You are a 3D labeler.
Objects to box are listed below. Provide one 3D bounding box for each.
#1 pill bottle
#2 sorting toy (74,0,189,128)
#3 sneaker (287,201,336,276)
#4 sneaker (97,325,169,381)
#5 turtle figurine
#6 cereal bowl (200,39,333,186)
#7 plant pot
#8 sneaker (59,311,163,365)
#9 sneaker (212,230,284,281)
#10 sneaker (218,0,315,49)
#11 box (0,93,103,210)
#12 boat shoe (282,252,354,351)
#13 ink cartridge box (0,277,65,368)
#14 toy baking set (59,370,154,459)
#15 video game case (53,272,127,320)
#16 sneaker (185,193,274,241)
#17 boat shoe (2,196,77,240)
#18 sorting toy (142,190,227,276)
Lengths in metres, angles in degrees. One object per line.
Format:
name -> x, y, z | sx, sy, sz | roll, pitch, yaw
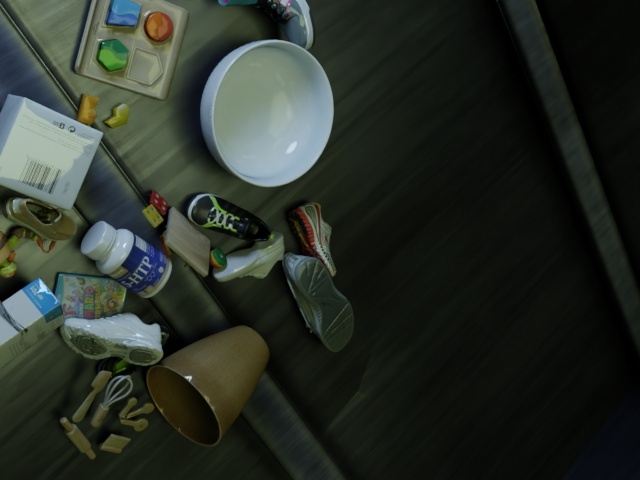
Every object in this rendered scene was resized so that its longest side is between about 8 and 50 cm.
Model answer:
pill bottle -> -0.435, 0.039, 1.923 | 0.187, 0.112, 0.112 | 38, 79, -36
sorting toy -> -0.414, -0.386, 1.872 | 0.229, 0.041, 0.307 | 13, 94, -38
sneaker -> 0.000, 0.000, 2.252 | 0.093, 0.088, 0.225 | -39, 124, -30
sneaker -> -0.427, 0.271, 2.010 | 0.188, 0.078, 0.067 | -36, 121, -24
turtle figurine -> -0.663, -0.007, 1.758 | 0.269, 0.087, 0.217 | -46, 135, -37
cereal bowl -> -0.142, -0.302, 2.033 | 0.339, 0.141, 0.338 | -10, 107, -35
plant pot -> -0.248, 0.325, 2.087 | 0.254, 0.237, 0.237 | -40, 123, -40
sneaker -> -0.469, 0.208, 1.947 | 0.232, 0.115, 0.090 | 17, 130, -20
sneaker -> -0.170, 0.064, 2.154 | 0.212, 0.080, 0.094 | -30, 130, -28
sneaker -> -0.138, -0.551, 1.968 | 0.178, 0.124, 0.295 | -32, 103, -28
box -> -0.574, -0.179, 1.759 | 0.181, 0.119, 0.181 | 24, 86, -38
boat shoe -> -0.007, 0.163, 2.288 | 0.118, 0.103, 0.320 | -42, 126, -19
ink cartridge box -> -0.634, 0.180, 1.787 | 0.191, 0.139, 0.082 | -36, 80, -23
toy baking set -> -0.496, 0.399, 1.982 | 0.197, 0.030, 0.256 | -36, 135, -11
video game case -> -0.522, 0.138, 1.945 | 0.166, 0.015, 0.119 | 8, 97, -37
sneaker -> -0.209, -0.051, 2.075 | 0.235, 0.097, 0.084 | 18, 91, -38
boat shoe -> -0.561, -0.043, 1.777 | 0.190, 0.072, 0.068 | 25, 60, -61
sorting toy -> -0.324, 0.005, 1.997 | 0.046, 0.132, 0.274 | -32, 124, 19
